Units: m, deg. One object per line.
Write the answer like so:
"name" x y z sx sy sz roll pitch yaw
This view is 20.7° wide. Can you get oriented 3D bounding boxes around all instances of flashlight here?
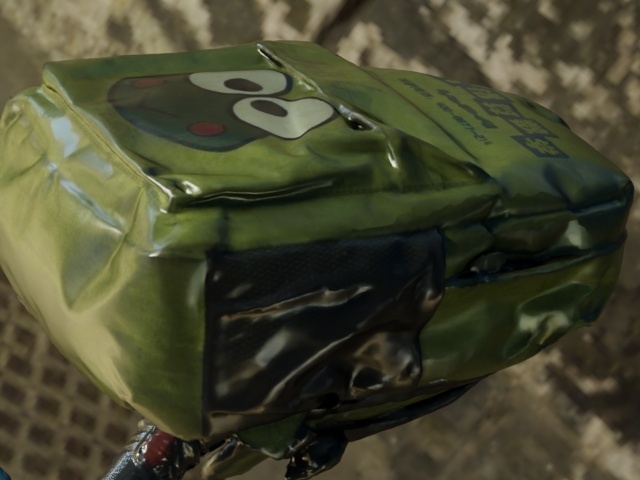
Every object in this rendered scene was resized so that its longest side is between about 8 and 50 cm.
"flashlight" -0.175 0.230 1.705 0.093 0.093 0.232 38 57 2

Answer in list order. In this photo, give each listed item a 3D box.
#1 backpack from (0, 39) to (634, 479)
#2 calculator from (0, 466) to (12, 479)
"backpack" 0.000 0.000 0.725 0.253 0.140 0.207 -6 27 -27
"calculator" -0.339 0.247 1.264 0.173 0.051 0.293 28 71 -3
